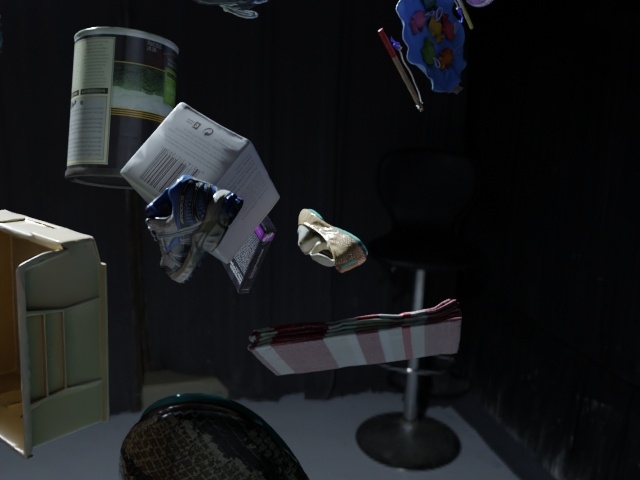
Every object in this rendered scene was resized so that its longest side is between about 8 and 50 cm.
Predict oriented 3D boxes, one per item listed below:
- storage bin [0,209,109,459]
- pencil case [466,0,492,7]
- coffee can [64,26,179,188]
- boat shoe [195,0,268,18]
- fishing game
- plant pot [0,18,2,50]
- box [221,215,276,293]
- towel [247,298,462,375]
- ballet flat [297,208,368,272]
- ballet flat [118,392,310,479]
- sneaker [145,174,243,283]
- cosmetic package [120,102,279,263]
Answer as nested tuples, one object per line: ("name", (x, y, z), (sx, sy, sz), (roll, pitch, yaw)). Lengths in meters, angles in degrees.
("storage bin", (-0.410, 0.108, 0.954), (0.262, 0.261, 0.123), (13, 16, 40))
("pencil case", (0.141, -0.364, 0.835), (0.206, 0.086, 0.088), (32, 19, -29))
("coffee can", (-0.385, -0.248, 1.381), (0.201, 0.276, 0.201), (2, -2, 0))
("boat shoe", (-0.126, -0.398, 1.107), (0.095, 0.079, 0.254), (32, 38, 4))
("fishing game", (0.182, -0.318, 1.092), (0.041, 0.189, 0.264), (-9, 32, 41))
("plant pot", (-0.513, -0.345, 0.811), (0.196, 0.293, 0.293), (-12, 19, -11))
("box", (-0.145, 0.006, 1.377), (0.029, 0.162, 0.116), (1, 40, -37))
("towel", (0.065, 0.166, 1.157), (0.328, 0.037, 0.237), (-8, -23, 5))
("ballet flat", (0.000, 0.000, 1.211), (0.067, 0.073, 0.206), (-37, 30, -14))
("ballet flat", (-0.076, 0.316, 0.642), (0.163, 0.483, 0.182), (0, 54, 1))
("sneaker", (-0.104, -0.013, 0.538), (0.058, 0.135, 0.052), (34, 57, -10))
("cosmetic package", (-0.184, -0.087, 1.130), (0.151, 0.151, 0.184), (33, -13, 22))
